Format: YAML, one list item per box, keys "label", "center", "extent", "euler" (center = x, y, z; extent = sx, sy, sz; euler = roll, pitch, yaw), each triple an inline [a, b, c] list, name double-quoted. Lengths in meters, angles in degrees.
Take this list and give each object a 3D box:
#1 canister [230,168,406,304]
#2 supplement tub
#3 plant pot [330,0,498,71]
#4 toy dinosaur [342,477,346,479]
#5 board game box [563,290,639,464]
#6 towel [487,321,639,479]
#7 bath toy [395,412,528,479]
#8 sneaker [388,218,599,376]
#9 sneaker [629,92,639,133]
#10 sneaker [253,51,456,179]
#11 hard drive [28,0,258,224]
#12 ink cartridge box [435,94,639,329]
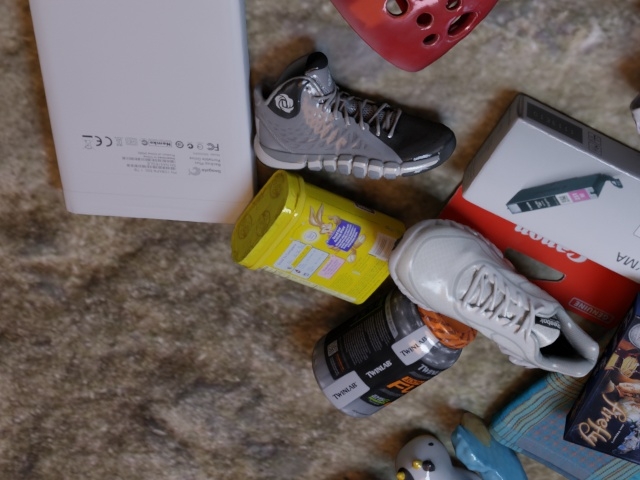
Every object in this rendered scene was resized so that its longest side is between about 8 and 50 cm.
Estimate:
- label: "canister"
  center: [0.000, 0.000, 1.629]
  extent: [0.170, 0.073, 0.126]
  euler: [22, 127, -27]
- label: "supplement tub"
  center: [0.091, 0.127, 1.708]
  extent: [0.117, 0.117, 0.190]
  euler: [41, 125, -20]
- label: "plant pot"
  center: [0.101, -0.286, 1.343]
  extent: [0.174, 0.191, 0.191]
  euler: [-37, 114, 23]
- label: "toy dinosaur"
  center: [0.036, 0.358, 1.965]
  extent: [0.082, 0.047, 0.090]
  euler: [3, 162, -3]
- label: "board game box"
  center: [0.401, 0.175, 1.635]
  extent: [0.165, 0.042, 0.243]
  euler: [18, 136, 2]
- label: "towel"
  center: [0.412, 0.213, 1.725]
  extent: [0.271, 0.040, 0.370]
  euler: [31, 137, -13]
- label: "bath toy"
  center: [0.106, 0.376, 1.866]
  extent: [0.348, 0.129, 0.151]
  euler: [-46, 67, 22]
- label: "sneaker"
  center: [0.203, 0.069, 1.590]
  extent: [0.292, 0.118, 0.110]
  euler: [30, 92, -30]
- label: "sneaker"
  center: [0.406, -0.101, 1.465]
  extent: [0.152, 0.114, 0.305]
  euler: [-2, 116, 22]
- label: "sneaker"
  center: [0.031, -0.142, 1.531]
  extent: [0.228, 0.086, 0.132]
  euler: [0, 125, 12]
- label: "hard drive"
  center: [-0.194, -0.176, 1.570]
  extent: [0.233, 0.047, 0.353]
  euler: [4, 129, 8]
- label: "ink cartridge box"
  center: [0.283, -0.010, 1.602]
  extent: [0.275, 0.060, 0.239]
  euler: [25, 127, -9]
